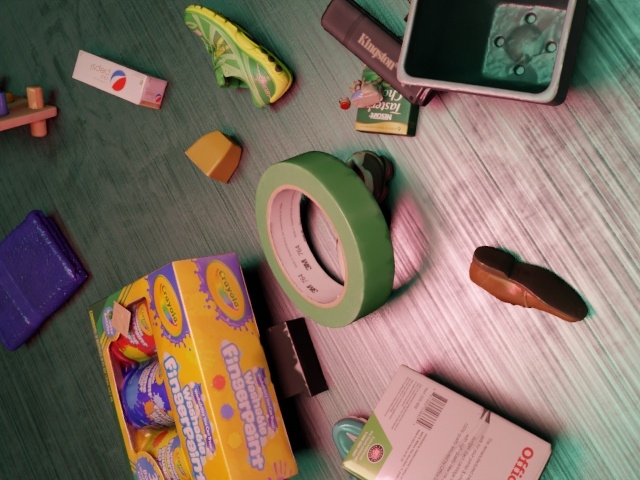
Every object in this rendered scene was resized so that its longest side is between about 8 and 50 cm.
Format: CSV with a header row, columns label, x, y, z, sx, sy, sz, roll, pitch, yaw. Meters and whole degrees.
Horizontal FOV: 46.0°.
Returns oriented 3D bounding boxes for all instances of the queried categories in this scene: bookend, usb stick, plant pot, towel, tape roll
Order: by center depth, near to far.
label,x,y,z,sx,sy,sz,roll,pitch,yaw
plant pot,0.300,-0.339,1.207,0.247,0.252,0.247,14,97,26
tape roll,0.000,0.000,1.377,0.321,0.077,0.321,34,137,40
usb stick,0.108,-0.350,1.378,0.278,0.045,0.077,46,109,21
bookend,-0.088,0.255,1.520,0.156,0.072,0.157,-25,80,27
plant pot,-0.215,-0.182,1.581,0.083,0.081,0.081,-48,70,9
towel,-0.720,0.098,1.857,0.308,0.076,0.227,-41,80,22

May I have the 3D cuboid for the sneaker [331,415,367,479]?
label,x,y,z,sx,sy,sz,roll,pitch,yaw
sneaker,0.103,0.455,1.401,0.107,0.110,0.275,-36,74,24

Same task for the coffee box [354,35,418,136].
label,x,y,z,sx,sy,sz,roll,pitch,yaw
coffee box,0.132,-0.290,1.415,0.113,0.040,0.184,12,96,28

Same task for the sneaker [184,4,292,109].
label,x,y,z,sx,sy,sz,roll,pitch,yaw
sneaker,-0.191,-0.380,1.546,0.295,0.109,0.123,44,105,20

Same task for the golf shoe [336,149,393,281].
label,x,y,z,sx,sy,sz,roll,pitch,yaw
golf shoe,0.064,-0.034,1.412,0.105,0.120,0.272,5,94,26

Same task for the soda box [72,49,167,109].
label,x,y,z,sx,sy,sz,roll,pitch,yaw
soda box,-0.455,-0.364,1.705,0.216,0.074,0.069,24,101,26

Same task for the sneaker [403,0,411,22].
label,x,y,z,sx,sy,sz,roll,pitch,yaw
sneaker,0.193,-0.391,1.355,0.078,0.067,0.188,-18,74,-12

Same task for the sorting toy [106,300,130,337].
label,x,y,z,sx,sy,sz,roll,pitch,yaw
sorting toy,-0.402,0.152,1.501,0.083,0.012,0.062,26,116,39

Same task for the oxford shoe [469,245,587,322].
label,x,y,z,sx,sy,sz,roll,pitch,yaw
oxford shoe,0.355,0.087,1.299,0.212,0.076,0.076,30,134,22

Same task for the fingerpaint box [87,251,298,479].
label,x,y,z,sx,sy,sz,roll,pitch,yaw
fingerpaint box,-0.273,0.289,1.509,0.371,0.163,0.444,-23,80,45

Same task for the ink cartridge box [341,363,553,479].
label,x,y,z,sx,sy,sz,roll,pitch,yaw
ink cartridge box,0.217,0.380,1.288,0.289,0.121,0.211,27,72,25

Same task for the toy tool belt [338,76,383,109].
label,x,y,z,sx,sy,sz,roll,pitch,yaw
toy tool belt,0.077,-0.275,1.400,0.083,0.052,0.051,-12,53,27

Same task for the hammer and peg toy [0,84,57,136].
label,x,y,z,sx,sy,sz,roll,pitch,yaw
hammer and peg toy,-0.834,-0.285,1.754,0.266,0.361,0.127,17,119,26
